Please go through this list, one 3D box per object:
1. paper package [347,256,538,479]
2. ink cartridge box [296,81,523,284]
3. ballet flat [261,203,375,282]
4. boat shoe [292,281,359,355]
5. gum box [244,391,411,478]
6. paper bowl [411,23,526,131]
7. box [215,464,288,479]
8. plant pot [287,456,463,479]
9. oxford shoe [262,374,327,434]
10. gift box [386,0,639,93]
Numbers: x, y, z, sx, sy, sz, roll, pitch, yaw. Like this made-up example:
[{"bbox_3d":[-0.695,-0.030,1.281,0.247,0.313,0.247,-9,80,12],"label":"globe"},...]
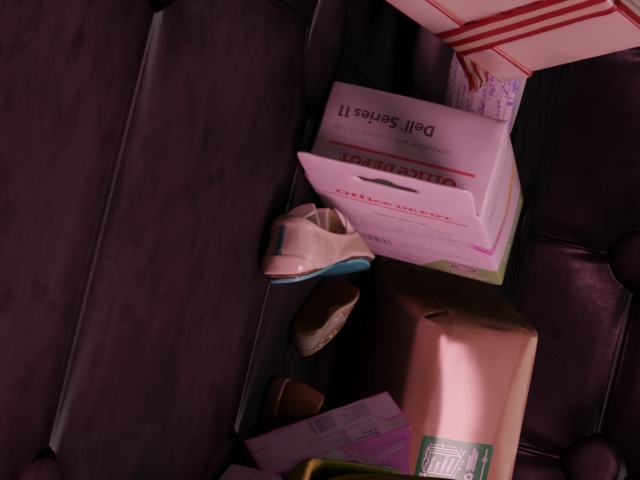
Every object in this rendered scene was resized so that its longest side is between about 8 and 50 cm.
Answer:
[{"bbox_3d":[0.143,0.219,2.106,0.309,0.168,0.325,-125,-136,-75],"label":"paper package"},{"bbox_3d":[0.109,-0.070,1.828,0.353,0.207,0.119,58,48,-71],"label":"ink cartridge box"},{"bbox_3d":[0.000,0.000,1.754,0.248,0.086,0.086,-3,105,-74],"label":"ballet flat"},{"bbox_3d":[0.003,0.091,1.900,0.135,0.050,0.045,-38,143,-53],"label":"boat shoe"},{"bbox_3d":[0.013,0.249,1.810,0.062,0.188,0.107,-126,-153,-44],"label":"gum box"},{"bbox_3d":[0.210,-0.284,2.124,0.284,0.148,0.284,15,90,-81],"label":"paper bowl"},{"bbox_3d":[-0.091,0.323,1.683,0.126,0.072,0.137,-45,146,-63],"label":"box"},{"bbox_3d":[0.072,0.343,1.677,0.228,0.207,0.227,19,84,-56],"label":"plant pot"},{"bbox_3d":[-0.022,0.239,1.876,0.212,0.076,0.076,87,18,-52],"label":"oxford shoe"},{"bbox_3d":[0.215,-0.323,1.810,0.255,0.258,0.276,33,61,-38],"label":"gift box"}]
